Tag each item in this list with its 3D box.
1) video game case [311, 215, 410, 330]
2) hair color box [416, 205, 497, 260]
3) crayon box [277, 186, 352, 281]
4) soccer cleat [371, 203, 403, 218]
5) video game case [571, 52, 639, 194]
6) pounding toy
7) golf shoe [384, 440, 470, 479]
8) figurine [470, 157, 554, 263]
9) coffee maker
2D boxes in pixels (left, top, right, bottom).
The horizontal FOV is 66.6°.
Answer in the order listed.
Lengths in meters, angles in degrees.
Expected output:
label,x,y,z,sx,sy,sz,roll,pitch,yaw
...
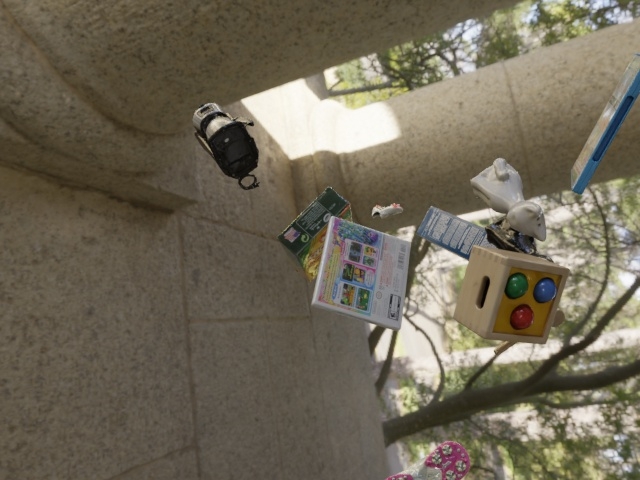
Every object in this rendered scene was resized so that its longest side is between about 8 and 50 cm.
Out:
label,x,y,z,sx,sy,sz,roll,pitch,yaw
video game case,0.069,0.050,0.772,0.019,0.143,0.157,124,-19,-60
hair color box,0.463,0.022,1.406,0.173,0.347,0.105,23,97,-38
crayon box,0.000,0.000,1.413,0.081,0.202,0.318,42,-10,18
soccer cleat,0.162,-0.069,1.183,0.029,0.083,0.036,52,53,-40
video game case,0.363,-0.148,0.613,0.119,0.015,0.166,-40,151,-57
pounding toy,0.330,0.118,0.783,0.094,0.206,0.181,-146,-113,-66
golf shoe,0.274,0.667,1.333,0.115,0.306,0.140,59,0,26
figurine,0.390,-0.028,0.952,0.209,0.092,0.215,-102,166,-56
coffee maker,-0.231,-0.229,1.183,0.178,0.120,0.171,-132,-145,-50
